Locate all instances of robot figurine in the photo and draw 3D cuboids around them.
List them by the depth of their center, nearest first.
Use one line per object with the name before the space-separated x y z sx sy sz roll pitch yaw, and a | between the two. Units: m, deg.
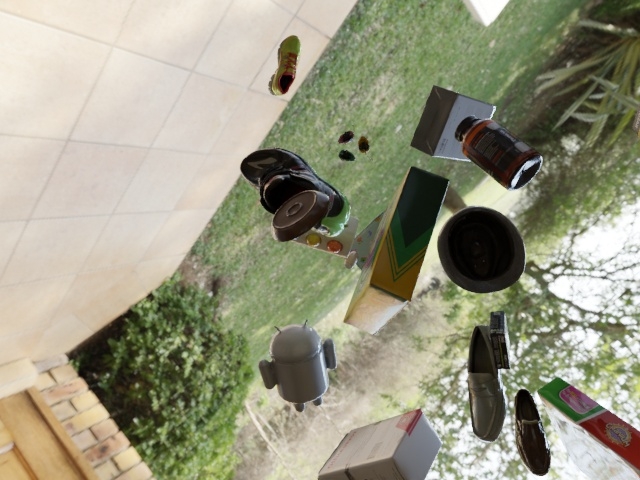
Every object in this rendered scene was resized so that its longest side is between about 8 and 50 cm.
robot figurine | -0.082 0.464 1.802 0.300 0.353 0.200 -15 -161 -19

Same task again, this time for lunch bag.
lunch bag | 0.260 0.016 1.991 0.279 0.224 0.108 -43 140 6

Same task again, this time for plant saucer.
plant saucer | -0.056 -0.067 1.155 0.169 0.029 0.168 -27 -149 18

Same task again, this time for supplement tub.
supplement tub | 0.398 -0.209 1.098 0.106 0.198 0.106 -24 143 -19

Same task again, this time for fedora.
fedora | 0.481 0.036 1.453 0.244 0.275 0.124 -20 160 8

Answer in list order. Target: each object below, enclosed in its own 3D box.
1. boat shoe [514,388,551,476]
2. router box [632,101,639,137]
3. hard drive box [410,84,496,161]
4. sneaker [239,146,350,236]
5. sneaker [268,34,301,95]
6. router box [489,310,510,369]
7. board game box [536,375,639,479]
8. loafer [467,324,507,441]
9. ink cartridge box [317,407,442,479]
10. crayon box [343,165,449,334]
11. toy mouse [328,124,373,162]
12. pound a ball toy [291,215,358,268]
boat shoe | 0.644 0.584 1.483 0.095 0.257 0.095 -13 135 16
router box | 0.962 -0.367 1.273 0.081 0.242 0.308 -9 133 7
hard drive box | 0.389 -0.335 1.396 0.232 0.089 0.181 -3 121 -45
sneaker | -0.111 -0.178 1.501 0.202 0.483 0.185 9 109 -49
sneaker | -0.106 -0.584 1.619 0.082 0.094 0.208 8 110 -32
router box | 0.468 0.260 1.247 0.038 0.122 0.092 -7 -152 23
board game box | 0.596 0.444 0.944 0.064 0.242 0.316 -33 -162 -5
loafer | 0.458 0.396 1.353 0.112 0.319 0.112 23 154 -33
ink cartridge box | 0.120 0.452 0.988 0.218 0.092 0.159 -33 179 38
crayon box | 0.179 0.043 1.198 0.363 0.106 0.312 105 7 -67
toy mouse | 0.098 -0.322 1.665 0.143 0.160 0.031 -14 162 7
pound a ball toy | 0.000 0.000 1.756 0.208 0.320 0.135 108 0 -46
